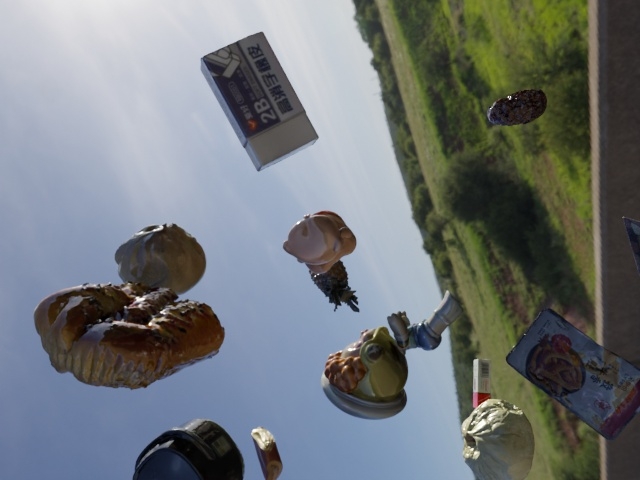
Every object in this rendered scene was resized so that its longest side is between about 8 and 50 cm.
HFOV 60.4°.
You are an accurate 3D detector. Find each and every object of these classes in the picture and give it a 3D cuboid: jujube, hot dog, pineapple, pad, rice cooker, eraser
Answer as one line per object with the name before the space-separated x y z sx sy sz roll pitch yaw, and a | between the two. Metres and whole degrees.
jujube | 0.555 -0.372 1.556 0.104 0.165 0.104 -14 -90 -83
hot dog | -0.473 0.213 1.330 0.365 0.367 0.196 -16 -58 -65
pineapple | 0.063 0.191 2.267 0.169 0.169 0.340 62 178 -37
pad | 0.770 0.056 1.232 0.235 0.003 0.158 58 170 -27
rice cooker | -0.341 0.607 1.450 0.224 0.267 0.267 -15 -93 -71
eraser | -0.106 -0.242 0.964 0.210 0.124 0.068 62 164 -3

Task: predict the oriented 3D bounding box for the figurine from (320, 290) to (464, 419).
figurine | 0.180 0.273 1.283 0.205 0.382 0.224 51 -158 9

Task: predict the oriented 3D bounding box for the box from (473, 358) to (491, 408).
box | 0.509 0.452 1.732 0.100 0.048 0.152 55 -143 -73

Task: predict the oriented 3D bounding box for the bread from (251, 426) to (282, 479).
bread | -0.177 0.736 1.883 0.193 0.067 0.119 71 157 12

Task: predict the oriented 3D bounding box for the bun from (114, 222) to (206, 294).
bun | -0.496 0.052 1.707 0.282 0.281 0.205 -85 -12 -60

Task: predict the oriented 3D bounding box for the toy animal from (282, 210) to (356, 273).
toy animal | 0.000 0.000 1.450 0.197 0.171 0.172 -13 -95 -77

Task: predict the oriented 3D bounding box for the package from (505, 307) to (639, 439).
package | 0.494 0.251 1.053 0.239 0.154 0.030 36 -152 20

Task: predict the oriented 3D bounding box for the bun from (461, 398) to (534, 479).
bun | 0.439 0.520 1.425 0.134 0.220 0.221 13 -135 -22
